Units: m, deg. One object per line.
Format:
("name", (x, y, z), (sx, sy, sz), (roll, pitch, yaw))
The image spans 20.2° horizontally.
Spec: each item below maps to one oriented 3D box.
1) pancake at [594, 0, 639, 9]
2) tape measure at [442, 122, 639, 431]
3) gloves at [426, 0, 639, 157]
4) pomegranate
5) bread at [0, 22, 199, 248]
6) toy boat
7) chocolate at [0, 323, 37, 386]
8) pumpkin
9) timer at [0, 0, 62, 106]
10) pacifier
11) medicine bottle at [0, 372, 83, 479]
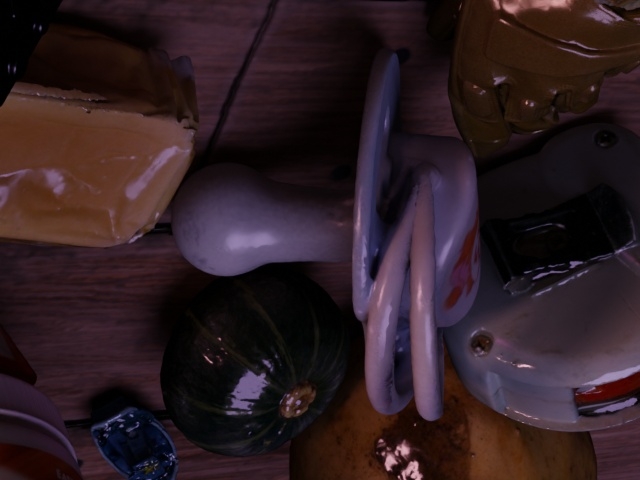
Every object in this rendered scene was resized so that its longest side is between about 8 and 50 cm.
("pancake", (0.308, -0.305, 1.083), (0.304, 0.067, 0.427), (-11, 118, -11))
("tape measure", (0.211, 0.033, 1.449), (0.246, 0.243, 0.125), (-23, 143, -4))
("gloves", (0.171, -0.179, 1.232), (0.154, 0.141, 0.331), (13, 126, -10))
("pomegranate", (0.107, 0.198, 1.591), (0.281, 0.281, 0.281), (-16, 144, -12))
("bread", (-0.205, -0.076, 1.176), (0.241, 0.107, 0.136), (5, 132, -36))
("toy boat", (-0.161, 0.183, 1.576), (0.060, 0.061, 0.137), (-25, 146, -1))
("chocolate", (-0.375, 0.116, 1.322), (0.237, 0.108, 0.235), (17, 126, -46))
("pumpkin", (-0.055, 0.099, 1.476), (0.167, 0.125, 0.167), (-40, 158, -20))
("timer", (-0.194, -0.159, 1.035), (0.055, 0.187, 0.144), (14, 143, 12))
("pacifier", (0.000, 0.000, 1.334), (0.233, 0.244, 0.299), (7, 150, 11))
("medicine bottle", (-0.272, 0.256, 1.266), (0.252, 0.241, 0.252), (-17, 144, -12))
